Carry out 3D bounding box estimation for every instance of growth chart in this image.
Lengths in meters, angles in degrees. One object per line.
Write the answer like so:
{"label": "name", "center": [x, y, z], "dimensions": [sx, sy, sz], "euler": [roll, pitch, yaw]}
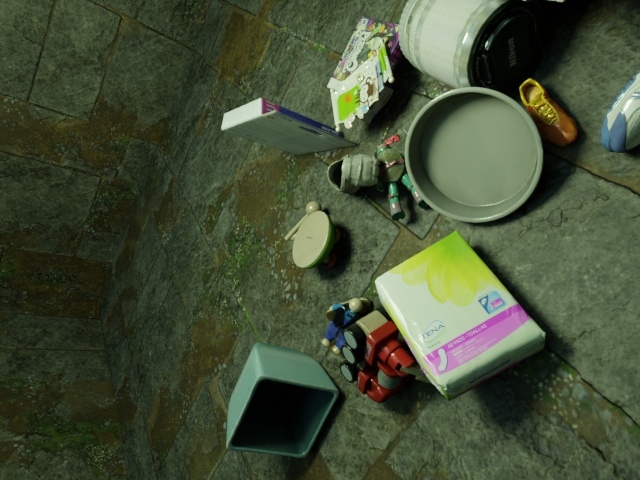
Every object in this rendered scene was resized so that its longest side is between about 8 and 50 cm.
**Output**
{"label": "growth chart", "center": [0.113, -0.427, 1.234], "dimensions": [0.237, 0.021, 0.172], "euler": [-34, 58, 38]}

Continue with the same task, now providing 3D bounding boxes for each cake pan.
{"label": "cake pan", "center": [0.327, -0.183, 0.948], "dimensions": [0.293, 0.054, 0.293], "euler": [19, 125, 30]}

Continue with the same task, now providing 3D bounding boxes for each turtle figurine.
{"label": "turtle figurine", "center": [0.202, -0.180, 1.167], "dimensions": [0.175, 0.118, 0.234], "euler": [-36, 59, 39]}

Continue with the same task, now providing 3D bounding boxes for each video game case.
{"label": "video game case", "center": [0.136, -0.524, 1.282], "dimensions": [0.210, 0.041, 0.232], "euler": [45, 113, 44]}

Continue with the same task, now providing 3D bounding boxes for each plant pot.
{"label": "plant pot", "center": [-0.131, 0.440, 1.297], "dimensions": [0.248, 0.247, 0.252], "euler": [-65, 23, 14]}

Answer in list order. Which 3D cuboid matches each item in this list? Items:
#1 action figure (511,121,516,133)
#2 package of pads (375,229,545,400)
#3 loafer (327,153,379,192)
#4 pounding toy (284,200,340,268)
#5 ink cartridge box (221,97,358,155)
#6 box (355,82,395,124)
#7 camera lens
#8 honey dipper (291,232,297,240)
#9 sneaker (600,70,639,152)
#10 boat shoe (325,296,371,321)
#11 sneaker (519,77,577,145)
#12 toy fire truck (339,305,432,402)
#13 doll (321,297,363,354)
{"label": "action figure", "center": [0.331, -0.229, 1.032], "dimensions": [0.280, 0.091, 0.139], "euler": [23, 88, 51]}
{"label": "package of pads", "center": [0.272, 0.151, 0.917], "dimensions": [0.229, 0.101, 0.297], "euler": [-30, 49, 3]}
{"label": "loafer", "center": [0.073, -0.193, 1.247], "dimensions": [0.319, 0.111, 0.112], "euler": [-178, 93, -79]}
{"label": "pounding toy", "center": [0.000, 0.000, 1.370], "dimensions": [0.183, 0.110, 0.237], "euler": [-56, 33, 17]}
{"label": "ink cartridge box", "center": [-0.098, -0.361, 1.408], "dimensions": [0.330, 0.324, 0.072], "euler": [2, 83, 51]}
{"label": "box", "center": [0.141, -0.453, 1.346], "dimensions": [0.126, 0.072, 0.137], "euler": [-52, 45, 28]}
{"label": "camera lens", "center": [0.335, -0.463, 0.995], "dimensions": [0.219, 0.219, 0.274], "euler": [-59, 42, 20]}
{"label": "honey dipper", "center": [-0.042, -0.014, 1.474], "dimensions": [0.160, 0.030, 0.031], "euler": [0, 79, 49]}
{"label": "sneaker", "center": [0.602, -0.247, 0.697], "dimensions": [0.296, 0.111, 0.131], "euler": [-52, 45, 28]}
{"label": "boat shoe", "center": [0.079, 0.186, 1.250], "dimensions": [0.152, 0.056, 0.049], "euler": [-23, 26, 33]}
{"label": "sneaker", "center": [0.463, -0.262, 0.905], "dimensions": [0.064, 0.067, 0.175], "euler": [-44, 50, 32]}
{"label": "toy fire truck", "center": [0.184, 0.300, 1.020], "dimensions": [0.246, 0.158, 0.217], "euler": [43, 145, 36]}
{"label": "doll", "center": [0.073, 0.233, 1.218], "dimensions": [0.129, 0.046, 0.189], "euler": [32, 122, 15]}
